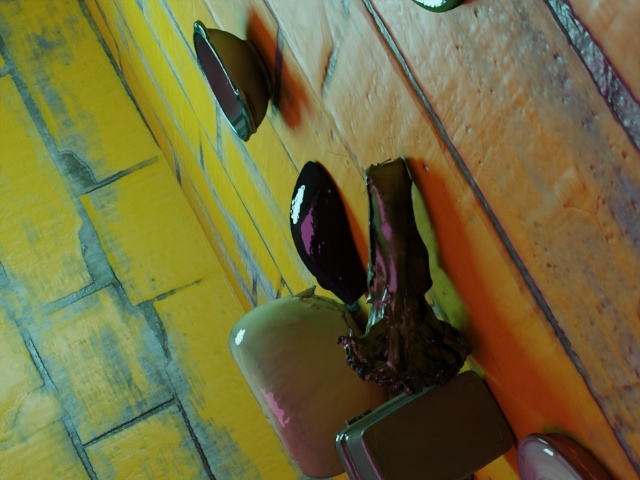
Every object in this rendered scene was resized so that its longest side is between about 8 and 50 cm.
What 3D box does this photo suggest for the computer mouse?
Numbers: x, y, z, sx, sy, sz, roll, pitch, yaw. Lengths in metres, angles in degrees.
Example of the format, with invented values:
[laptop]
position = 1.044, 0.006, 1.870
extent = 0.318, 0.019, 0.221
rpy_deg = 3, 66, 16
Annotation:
[computer mouse]
position = 0.000, 0.000, 1.646
extent = 0.264, 0.088, 0.147
rpy_deg = 67, 170, -25

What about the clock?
[clock]
position = 0.296, 0.329, 1.132
extent = 0.244, 0.056, 0.244
rpy_deg = 59, 168, 22

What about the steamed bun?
[steamed bun]
position = 0.000, 0.257, 1.812
extent = 0.312, 0.233, 0.334
rpy_deg = 56, 174, 25

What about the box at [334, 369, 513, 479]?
[box]
position = 0.136, 0.266, 1.321
extent = 0.148, 0.210, 0.129
rpy_deg = 61, 160, 9

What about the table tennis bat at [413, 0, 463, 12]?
[table tennis bat]
position = 0.057, -0.317, 0.875
extent = 0.257, 0.039, 0.160
rpy_deg = 62, 166, -1

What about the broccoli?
[broccoli]
position = 0.101, 0.044, 1.246
extent = 0.165, 0.145, 0.304
rpy_deg = -52, -44, -61

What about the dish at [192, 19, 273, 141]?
[dish]
position = -0.129, -0.263, 1.644
extent = 0.246, 0.078, 0.224
rpy_deg = 49, 161, 53

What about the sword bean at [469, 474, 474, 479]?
[sword bean]
position = 0.247, 0.400, 1.581
extent = 0.012, 0.012, 0.083
rpy_deg = 44, 158, 58
